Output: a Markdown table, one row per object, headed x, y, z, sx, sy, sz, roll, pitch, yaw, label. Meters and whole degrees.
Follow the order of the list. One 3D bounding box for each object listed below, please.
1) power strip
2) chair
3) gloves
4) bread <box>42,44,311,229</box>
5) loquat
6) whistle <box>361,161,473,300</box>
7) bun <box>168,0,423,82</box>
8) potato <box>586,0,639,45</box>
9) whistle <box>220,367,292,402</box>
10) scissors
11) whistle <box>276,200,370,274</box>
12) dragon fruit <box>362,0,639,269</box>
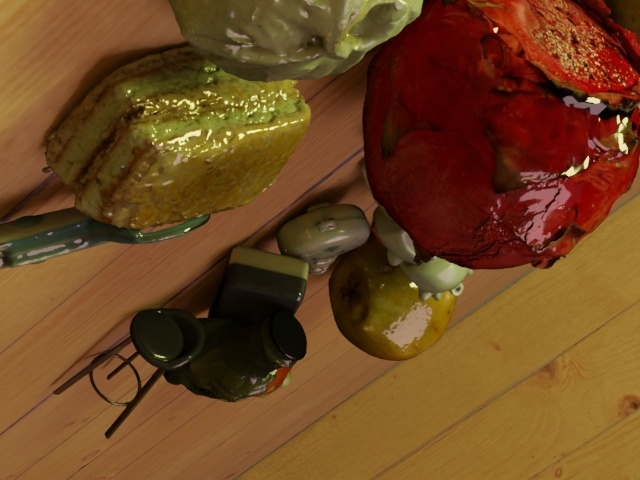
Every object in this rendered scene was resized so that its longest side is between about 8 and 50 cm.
| x | y | z | sx | sy | sz | roll | pitch | yaw | label |
| --- | --- | --- | --- | --- | --- | --- | --- | --- | --- |
| -0.095 | 0.090 | 1.543 | 0.105 | 0.070 | 0.256 | 13 | 152 | -8 | power strip |
| -0.257 | 0.166 | 1.493 | 0.095 | 0.104 | 0.221 | 24 | 131 | -38 | chair |
| -0.129 | 0.160 | 1.513 | 0.268 | 0.135 | 0.107 | -21 | -160 | 49 | gloves |
| -0.113 | -0.085 | 0.929 | 0.196 | 0.102 | 0.138 | -16 | 155 | -45 | bread |
| 0.134 | 0.090 | 1.829 | 0.246 | 0.213 | 0.213 | 3 | 144 | -44 | loquat |
| 0.128 | -0.014 | 1.497 | 0.106 | 0.253 | 0.101 | -1 | -134 | 44 | whistle |
| -0.002 | -0.185 | 0.789 | 0.204 | 0.126 | 0.212 | -33 | 167 | 7 | bun |
| 0.397 | -0.262 | 1.197 | 0.269 | 0.219 | 0.359 | -59 | 170 | -25 | potato |
| -0.117 | 0.219 | 1.927 | 0.131 | 0.106 | 0.288 | -31 | 167 | 20 | whistle |
| -0.244 | -0.003 | 0.976 | 0.289 | 0.138 | 0.041 | -14 | 115 | -24 | scissors |
| 0.000 | 0.000 | 1.542 | 0.126 | 0.067 | 0.258 | -14 | 168 | -7 | whistle |
| 0.182 | -0.116 | 1.110 | 0.296 | 0.295 | 0.301 | -26 | 150 | -26 | dragon fruit |
